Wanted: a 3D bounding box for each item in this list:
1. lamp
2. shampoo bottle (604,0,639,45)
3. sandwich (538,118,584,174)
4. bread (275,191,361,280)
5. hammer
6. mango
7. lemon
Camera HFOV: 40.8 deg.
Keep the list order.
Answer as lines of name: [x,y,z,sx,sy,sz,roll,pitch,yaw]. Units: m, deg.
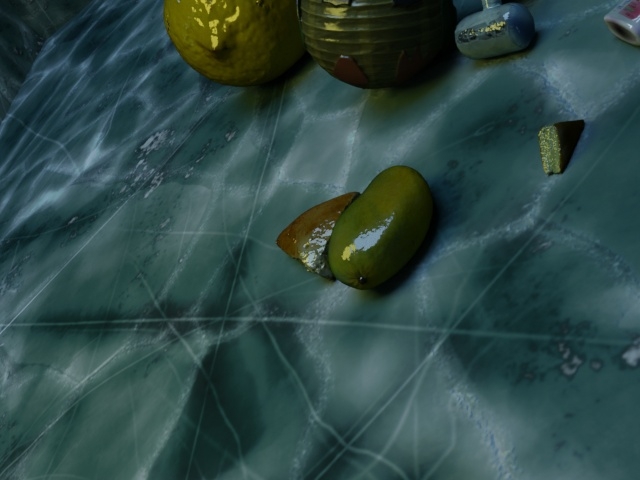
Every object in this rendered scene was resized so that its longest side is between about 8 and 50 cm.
lamp: [0.086,-0.381,1.335,0.250,0.284,0.250,-4,27,2]
shampoo bottle: [0.410,-0.291,1.063,0.099,0.043,0.072,-42,31,7]
sandwich: [0.281,-0.122,1.024,0.031,0.044,0.083,-10,43,51]
bread: [0.010,-0.020,1.225,0.136,0.054,0.154,-45,33,-5]
hammer: [0.237,-0.361,1.232,0.069,0.194,0.116,-20,11,-40]
mango: [0.081,-0.022,1.106,0.122,0.085,0.191,4,57,56]
lemon: [-0.151,-0.468,1.704,0.336,0.336,0.336,-31,34,24]
